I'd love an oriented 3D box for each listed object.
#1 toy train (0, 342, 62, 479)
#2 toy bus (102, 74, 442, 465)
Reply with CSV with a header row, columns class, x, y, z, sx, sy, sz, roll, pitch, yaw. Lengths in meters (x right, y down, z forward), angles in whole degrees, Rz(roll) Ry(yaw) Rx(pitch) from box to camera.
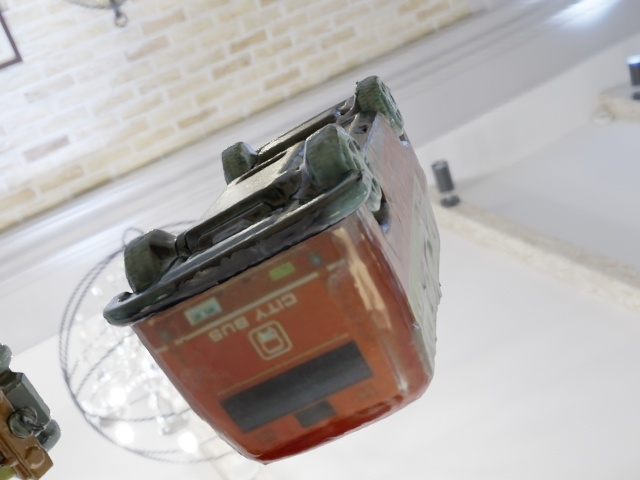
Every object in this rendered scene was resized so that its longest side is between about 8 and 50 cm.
class,x,y,z,sx,sy,sz,roll,pitch,yaw
toy train,-0.278,0.142,0.640,0.219,0.089,0.127,-5,-149,41
toy bus,0.000,0.000,0.459,0.121,0.119,0.265,-27,-167,16
